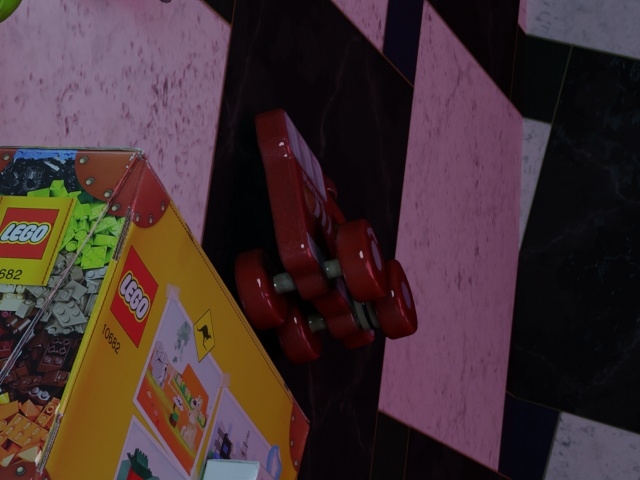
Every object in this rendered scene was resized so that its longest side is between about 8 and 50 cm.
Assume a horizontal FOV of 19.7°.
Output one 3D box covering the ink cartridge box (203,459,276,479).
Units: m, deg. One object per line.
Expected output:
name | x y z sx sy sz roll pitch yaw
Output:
ink cartridge box | -0.070 0.277 1.749 0.135 0.056 0.099 57 40 -56

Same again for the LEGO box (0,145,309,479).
LEGO box | -0.208 0.205 1.737 0.500 0.193 0.372 63 36 -51

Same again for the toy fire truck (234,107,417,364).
toy fire truck | 0.000 0.000 2.312 0.302 0.169 0.254 51 27 -59

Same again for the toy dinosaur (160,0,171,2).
toy dinosaur | -0.225 -0.317 1.775 0.295 0.127 0.200 84 28 -50

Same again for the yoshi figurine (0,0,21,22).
yoshi figurine | -0.342 -0.218 1.395 0.362 0.203 0.203 16 70 -70
